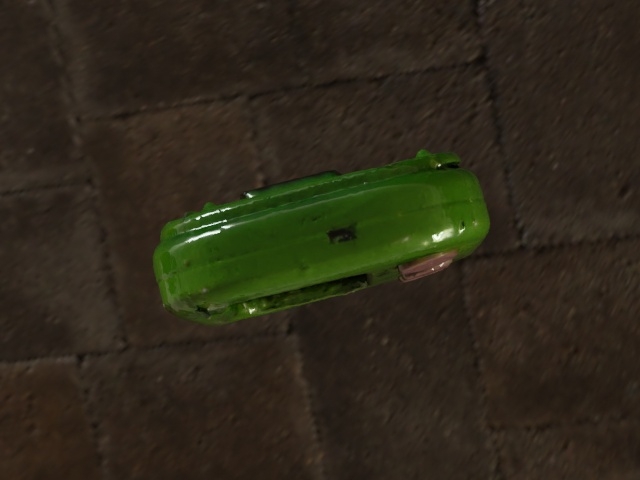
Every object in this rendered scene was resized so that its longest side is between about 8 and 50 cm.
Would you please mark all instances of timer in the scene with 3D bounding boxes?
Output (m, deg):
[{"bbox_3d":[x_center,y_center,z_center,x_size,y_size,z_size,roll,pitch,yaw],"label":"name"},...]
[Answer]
[{"bbox_3d":[0.000,0.000,0.716,0.128,0.140,0.047,-14,85,0],"label":"timer"}]
